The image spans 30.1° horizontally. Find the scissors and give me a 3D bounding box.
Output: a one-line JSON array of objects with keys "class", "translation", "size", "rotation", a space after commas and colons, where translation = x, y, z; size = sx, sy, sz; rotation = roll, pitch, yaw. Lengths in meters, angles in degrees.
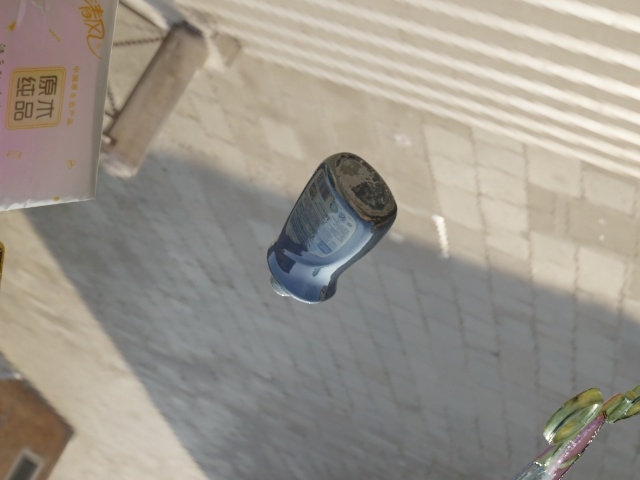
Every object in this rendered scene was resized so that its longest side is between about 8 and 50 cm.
[{"class": "scissors", "translation": [0.184, 0.155, 0.886], "size": [0.020, 0.134, 0.187], "rotation": [59, 137, 28]}]

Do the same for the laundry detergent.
[{"class": "laundry detergent", "translation": [-0.001, 0.001, 1.226], "size": [0.096, 0.061, 0.206], "rotation": [52, 139, 12]}]

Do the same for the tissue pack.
[{"class": "tissue pack", "translation": [-0.298, -0.149, 1.089], "size": [0.185, 0.225, 0.124], "rotation": [-11, -148, -43]}]

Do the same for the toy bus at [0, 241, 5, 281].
[{"class": "toy bus", "translation": [-0.346, 0.009, 0.715], "size": [0.123, 0.121, 0.336], "rotation": [-10, 158, 33]}]
